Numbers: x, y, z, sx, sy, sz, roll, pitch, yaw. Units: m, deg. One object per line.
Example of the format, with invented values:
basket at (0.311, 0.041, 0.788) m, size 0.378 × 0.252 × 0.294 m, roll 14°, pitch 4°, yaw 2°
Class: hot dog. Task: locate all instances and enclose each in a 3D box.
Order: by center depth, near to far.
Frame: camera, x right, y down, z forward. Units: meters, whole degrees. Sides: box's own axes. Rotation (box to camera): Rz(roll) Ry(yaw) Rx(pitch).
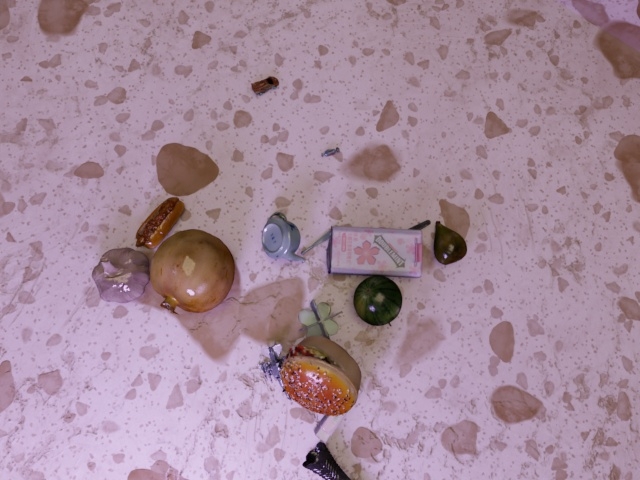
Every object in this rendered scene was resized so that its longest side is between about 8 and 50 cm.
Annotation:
hot dog at (-0.629, -0.067, 1.779) m, size 0.102 × 0.076 × 0.249 m, roll 36°, pitch 77°, yaw 0°

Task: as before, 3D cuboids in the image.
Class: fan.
fan at (0.000, 0.000, 1.846) m, size 0.193 × 0.016 × 0.038 m, roll -34°, pitch 80°, yaw -12°

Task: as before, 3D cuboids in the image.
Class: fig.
fig at (0.506, 0.002, 1.832) m, size 0.132 × 0.126 × 0.185 m, roll -23°, pitch 84°, yaw 5°

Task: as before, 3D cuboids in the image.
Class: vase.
vase at (0.056, 0.844, 1.627) m, size 0.237 × 0.115 × 0.115 m, roll 45°, pitch 78°, yaw 0°

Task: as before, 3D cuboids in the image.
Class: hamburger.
hamburger at (-0.005, 0.476, 1.571) m, size 0.300 × 0.300 × 0.176 m, roll 36°, pitch 45°, yaw 4°

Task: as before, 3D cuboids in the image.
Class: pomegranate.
pomegranate at (-0.462, 0.121, 1.645) m, size 0.318 × 0.319 × 0.320 m, roll 1°, pitch 78°, yaw -4°

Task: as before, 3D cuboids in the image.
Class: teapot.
teapot at (-0.140, -0.011, 1.784) m, size 0.158 × 0.159 × 0.232 m, roll -21°, pitch 70°, yaw -9°

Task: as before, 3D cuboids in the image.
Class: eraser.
eraser at (0.064, 0.625, 1.672) m, size 0.052 × 0.095 × 0.225 m, roll 38°, pitch 77°, yaw 3°

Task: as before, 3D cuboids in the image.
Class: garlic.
garlic at (-0.743, 0.118, 1.662) m, size 0.218 × 0.212 × 0.219 m, roll 0°, pitch 73°, yaw -1°

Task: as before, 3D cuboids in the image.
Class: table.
table at (-0.003, 0.300, 1.685) m, size 0.166 × 0.198 × 0.167 m, roll 1°, pitch 78°, yaw -4°

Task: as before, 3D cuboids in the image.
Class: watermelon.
watermelon at (0.221, 0.231, 1.733) m, size 0.187 × 0.215 × 0.188 m, roll -13°, pitch 59°, yaw 21°

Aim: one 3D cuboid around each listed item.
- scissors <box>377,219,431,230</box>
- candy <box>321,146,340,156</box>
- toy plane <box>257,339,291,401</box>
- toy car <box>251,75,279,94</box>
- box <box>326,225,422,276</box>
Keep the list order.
scissors at (0.316, -0.007, 1.867) m, size 0.317 × 0.024 × 0.160 m, roll -26°, pitch 80°, yaw -9°
candy at (0.041, -0.375, 1.927) m, size 0.083 × 0.020 × 0.030 m, roll -16°, pitch 79°, yaw -6°
toy plane at (-0.155, 0.489, 1.695) m, size 0.159 × 0.082 × 0.234 m, roll -20°, pitch 78°, yaw 18°
toy car at (-0.236, -0.670, 1.962) m, size 0.121 × 0.035 × 0.059 m, roll -27°, pitch 77°, yaw -8°
box at (0.207, 0.046, 1.784) m, size 0.368 × 0.112 × 0.191 m, roll 4°, pitch 79°, yaw 2°
